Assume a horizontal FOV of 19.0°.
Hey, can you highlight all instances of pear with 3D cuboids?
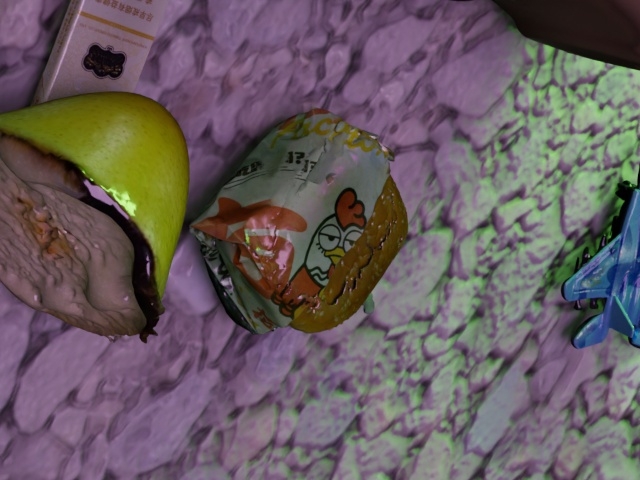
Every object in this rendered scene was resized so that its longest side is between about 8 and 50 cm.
[{"bbox_3d":[-0.196,-0.051,1.671,0.178,0.267,0.267,-51,119,-28],"label":"pear"}]

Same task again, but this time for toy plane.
[{"bbox_3d":[0.332,-0.003,2.033,0.169,0.078,0.246,2,93,-28],"label":"toy plane"}]

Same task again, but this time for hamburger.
[{"bbox_3d":[0.000,0.002,1.834,0.214,0.125,0.235,-40,120,-20],"label":"hamburger"}]

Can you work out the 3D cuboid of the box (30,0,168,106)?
[{"bbox_3d":[-0.196,-0.177,1.733,0.090,0.024,0.167,16,99,-43],"label":"box"}]

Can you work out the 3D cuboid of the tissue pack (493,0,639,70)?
[{"bbox_3d":[0.209,-0.331,1.788,0.387,0.267,0.276,17,91,-28],"label":"tissue pack"}]
